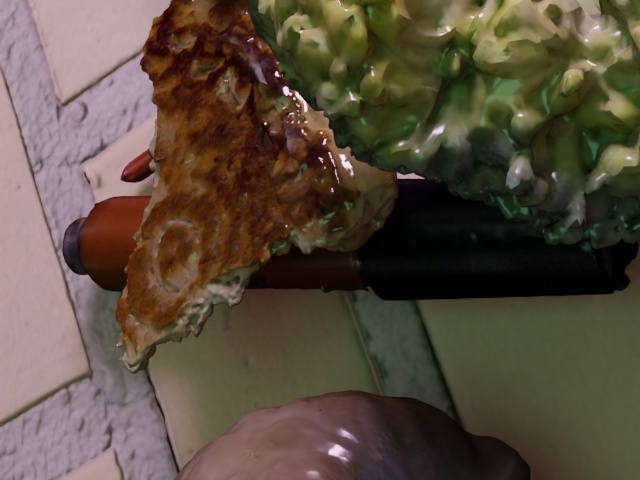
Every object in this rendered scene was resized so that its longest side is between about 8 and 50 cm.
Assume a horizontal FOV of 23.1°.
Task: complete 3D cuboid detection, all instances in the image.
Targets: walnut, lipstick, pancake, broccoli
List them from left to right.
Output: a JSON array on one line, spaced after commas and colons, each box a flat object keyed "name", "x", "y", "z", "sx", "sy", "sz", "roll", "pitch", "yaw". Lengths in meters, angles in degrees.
[{"name": "lipstick", "x": -0.092, "y": -0.074, "z": 1.096, "sx": 0.129, "sy": 0.030, "sz": 0.030, "roll": -31, "pitch": 70, "yaw": 27}, {"name": "pancake", "x": -0.064, "y": -0.032, "z": 0.993, "sx": 0.266, "sy": 0.057, "sz": 0.244, "roll": 35, "pitch": 96, "yaw": 47}, {"name": "lipstick", "x": 0.000, "y": 0.000, "z": 1.001, "sx": 0.418, "sy": 0.077, "sz": 0.077, "roll": -1, "pitch": 85, "yaw": 35}, {"name": "walnut", "x": 0.018, "y": 0.206, "z": 0.879, "sx": 0.248, "sy": 0.248, "sz": 0.248, "roll": -4, "pitch": 83, "yaw": 33}, {"name": "broccoli", "x": 0.129, "y": -0.155, "z": 0.789, "sx": 0.347, "sy": 0.293, "sz": 0.281, "roll": 18, "pitch": 114, "yaw": 5}]
